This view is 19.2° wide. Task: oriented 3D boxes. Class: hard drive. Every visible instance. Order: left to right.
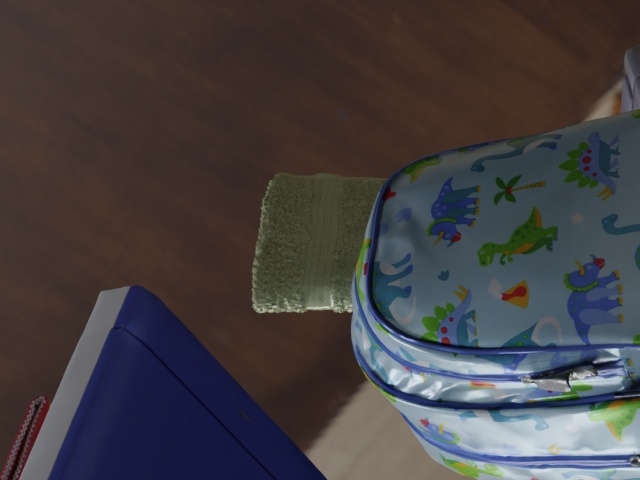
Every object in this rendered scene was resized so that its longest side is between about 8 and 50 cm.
[{"bbox_3d":[-0.097,0.212,0.991,0.040,0.318,0.210,-10,135,34],"label":"hard drive"}]

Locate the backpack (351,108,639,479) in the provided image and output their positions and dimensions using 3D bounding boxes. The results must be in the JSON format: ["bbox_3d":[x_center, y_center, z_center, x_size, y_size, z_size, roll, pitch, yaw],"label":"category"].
[{"bbox_3d":[0.200,0.043,1.370,0.355,0.290,0.273,-17,140,37],"label":"backpack"}]

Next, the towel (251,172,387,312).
[{"bbox_3d":[0.000,0.000,1.512,0.110,0.148,0.027,-1,136,9],"label":"towel"}]

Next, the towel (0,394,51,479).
[{"bbox_3d":[-0.277,0.287,1.822,0.031,0.199,0.275,14,153,9],"label":"towel"}]

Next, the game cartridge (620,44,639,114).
[{"bbox_3d":[0.322,0.014,1.728,0.068,0.230,0.355,-14,147,-3],"label":"game cartridge"}]
